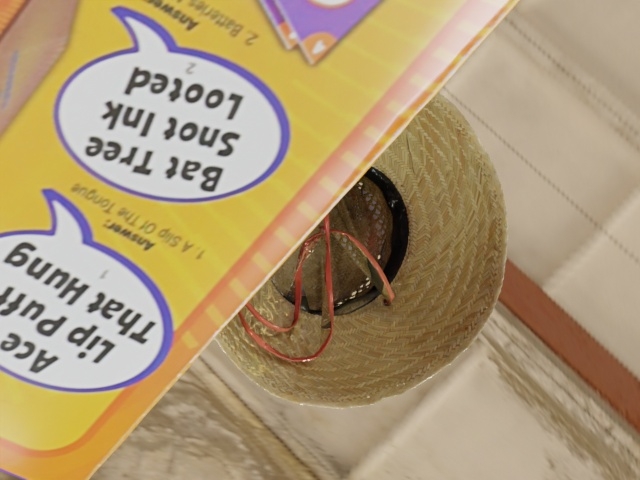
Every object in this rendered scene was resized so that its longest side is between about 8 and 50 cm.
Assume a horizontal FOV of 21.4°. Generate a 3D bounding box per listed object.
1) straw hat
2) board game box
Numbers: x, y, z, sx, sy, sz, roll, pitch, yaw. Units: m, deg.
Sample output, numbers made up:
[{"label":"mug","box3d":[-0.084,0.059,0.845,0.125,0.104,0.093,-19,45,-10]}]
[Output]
[{"label":"straw hat","box3d":[0.000,0.000,0.692,0.145,0.061,0.144,3,-98,-24]},{"label":"board game box","box3d":[-0.135,-0.215,0.501,0.356,0.357,0.356,-48,-146,21]}]
